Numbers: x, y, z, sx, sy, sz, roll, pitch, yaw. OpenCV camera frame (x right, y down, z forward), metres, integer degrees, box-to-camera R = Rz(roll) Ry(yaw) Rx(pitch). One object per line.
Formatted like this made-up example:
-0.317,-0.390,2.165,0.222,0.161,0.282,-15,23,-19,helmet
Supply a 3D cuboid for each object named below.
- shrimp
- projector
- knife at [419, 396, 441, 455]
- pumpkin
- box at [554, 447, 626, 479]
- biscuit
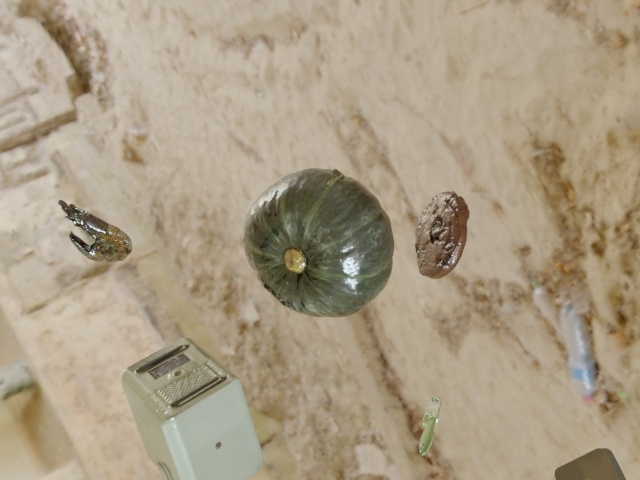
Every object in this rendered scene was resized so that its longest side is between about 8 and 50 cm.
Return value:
-0.418,-0.010,1.692,0.161,0.091,0.034,39,-159,-26,shrimp
-0.212,0.311,1.570,0.177,0.163,0.242,29,141,49,projector
0.183,0.312,1.584,0.207,0.030,0.014,-49,-57,-68,knife
-0.001,0.002,1.251,0.211,0.152,0.212,7,110,20,pumpkin
0.490,0.433,1.690,0.126,0.031,0.091,-44,60,40,box
0.249,-0.013,1.955,0.192,0.049,0.192,-163,90,-71,biscuit
